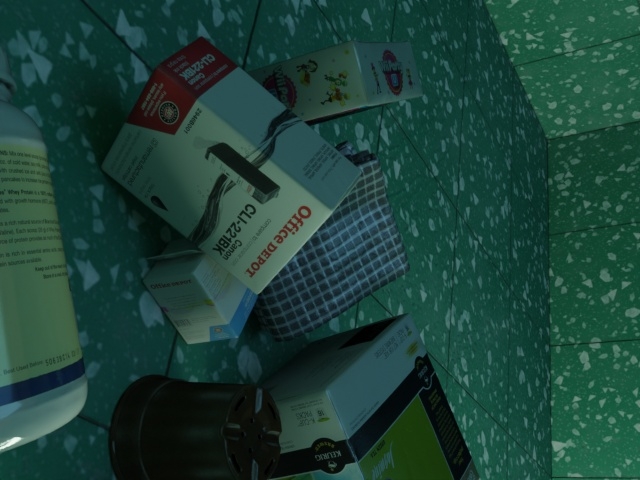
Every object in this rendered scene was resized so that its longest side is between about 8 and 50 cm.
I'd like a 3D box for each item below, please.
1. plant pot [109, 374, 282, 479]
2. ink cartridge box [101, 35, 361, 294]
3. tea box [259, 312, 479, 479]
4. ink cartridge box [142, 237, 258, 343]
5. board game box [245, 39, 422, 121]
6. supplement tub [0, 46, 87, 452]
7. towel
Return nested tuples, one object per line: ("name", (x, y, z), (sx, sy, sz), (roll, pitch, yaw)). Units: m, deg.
("plant pot", (-0.150, 0.249, 0.977), (0.167, 0.165, 0.166), (28, 57, -55))
("ink cartridge box", (-0.115, -0.090, 0.990), (0.273, 0.197, 0.114), (39, 39, -4))
("tea box", (0.059, 0.335, 1.219), (0.329, 0.220, 0.323), (-27, 94, -59))
("ink cartridge box", (-0.169, 0.061, 1.071), (0.143, 0.092, 0.090), (62, 33, -30))
("board game box", (-0.026, -0.227, 1.194), (0.224, 0.304, 0.097), (-26, 103, -60))
("supplement tub", (-0.337, 0.012, 0.639), (0.235, 0.236, 0.324), (-11, 91, -61))
("towel", (0.000, 0.000, 1.235), (0.284, 0.121, 0.235), (-28, 109, -18))
